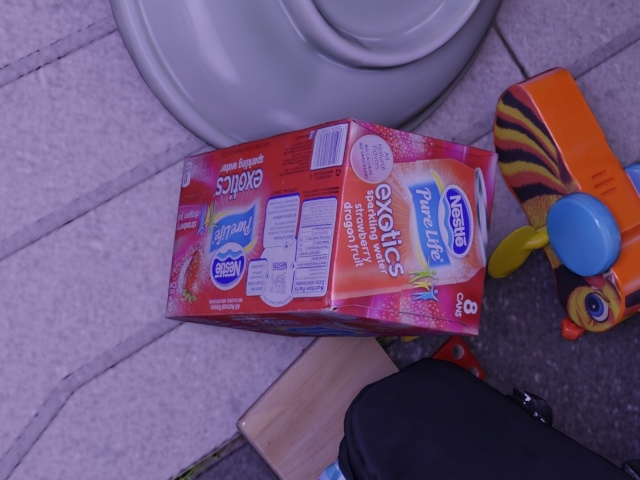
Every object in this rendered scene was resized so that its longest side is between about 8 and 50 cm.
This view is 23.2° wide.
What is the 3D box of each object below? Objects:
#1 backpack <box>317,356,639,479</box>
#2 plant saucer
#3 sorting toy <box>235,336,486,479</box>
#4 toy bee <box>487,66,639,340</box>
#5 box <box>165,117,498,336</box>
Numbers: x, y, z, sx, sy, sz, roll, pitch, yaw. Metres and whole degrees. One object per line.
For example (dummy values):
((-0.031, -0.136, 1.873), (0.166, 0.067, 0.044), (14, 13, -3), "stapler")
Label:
((0.097, 0.317, 1.130), (0.273, 0.290, 0.355), (-25, 130, -29), "backpack")
((0.029, -0.241, 1.162), (0.400, 0.100, 0.400), (-12, 111, -36), "plant saucer")
((0.014, 0.140, 1.225), (0.274, 0.046, 0.132), (-45, 110, -25), "sorting toy")
((0.225, 0.013, 1.322), (0.195, 0.162, 0.298), (-2, 63, -23), "toy bee")
((0.000, 0.000, 1.101), (0.123, 0.257, 0.128), (11, 81, -29), "box")
